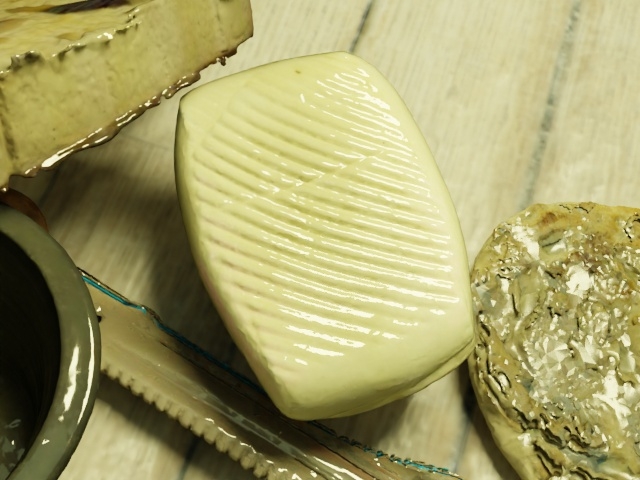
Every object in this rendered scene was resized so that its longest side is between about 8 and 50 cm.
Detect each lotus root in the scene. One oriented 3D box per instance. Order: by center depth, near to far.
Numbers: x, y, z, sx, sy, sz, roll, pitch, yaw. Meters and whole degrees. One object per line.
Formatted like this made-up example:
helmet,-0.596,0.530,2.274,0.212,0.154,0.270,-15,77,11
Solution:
lotus root,-0.182,-0.105,0.561,0.170,0.074,0.261,12,39,31

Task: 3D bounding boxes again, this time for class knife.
knife,-0.046,0.121,0.614,0.365,0.043,0.089,29,31,9

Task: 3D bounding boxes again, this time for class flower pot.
flower pot,-0.241,0.098,0.536,0.235,0.148,0.235,2,62,-5

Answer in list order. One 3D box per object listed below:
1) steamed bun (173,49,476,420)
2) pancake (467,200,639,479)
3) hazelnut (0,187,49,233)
steamed bun,0.000,0.000,0.621,0.170,0.152,0.238,-19,78,-7
pancake,0.230,0.089,0.659,0.282,0.049,0.282,3,65,-7
hazelnut,-0.228,0.003,0.626,0.086,0.086,0.086,3,64,-6
